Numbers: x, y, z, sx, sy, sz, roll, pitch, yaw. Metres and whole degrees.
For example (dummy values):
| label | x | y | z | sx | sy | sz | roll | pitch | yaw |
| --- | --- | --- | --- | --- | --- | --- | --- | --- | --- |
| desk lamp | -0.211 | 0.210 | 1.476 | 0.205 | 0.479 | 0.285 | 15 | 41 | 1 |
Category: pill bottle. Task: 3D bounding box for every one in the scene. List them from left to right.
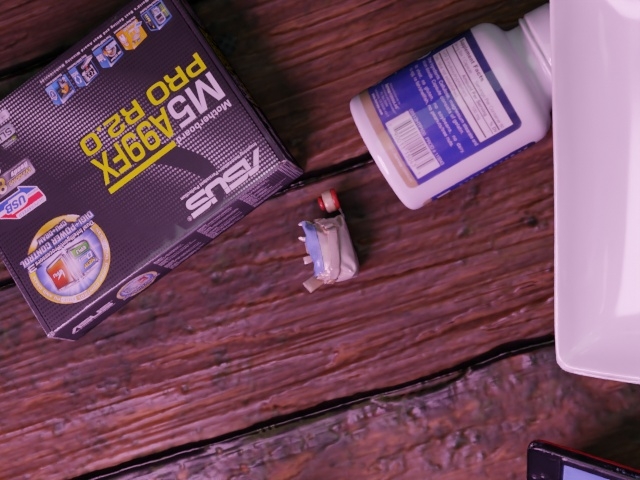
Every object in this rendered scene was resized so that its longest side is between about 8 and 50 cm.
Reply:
| label | x | y | z | sx | sy | sz | roll | pitch | yaw |
| --- | --- | --- | --- | --- | --- | --- | --- | --- | --- |
| pill bottle | 0.130 | -0.116 | 1.276 | 0.187 | 0.112 | 0.112 | -29 | 75 | 9 |

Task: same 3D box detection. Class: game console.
| label | x | y | z | sx | sy | sz | roll | pitch | yaw |
| --- | --- | --- | --- | --- | --- | --- | --- | --- | --- |
| game console | 0.222 | 0.237 | 1.213 | 0.144 | 0.124 | 0.085 | 16 | 60 | 17 |

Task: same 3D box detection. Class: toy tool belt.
| label | x | y | z | sx | sy | sz | roll | pitch | yaw |
| --- | --- | --- | --- | --- | --- | --- | --- | --- | --- |
| toy tool belt | 0.000 | 0.000 | 1.327 | 0.051 | 0.052 | 0.083 | -18 | 76 | 4 |

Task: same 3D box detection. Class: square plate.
| label | x | y | z | sx | sy | sz | roll | pitch | yaw |
| --- | --- | --- | --- | --- | --- | --- | --- | --- | --- |
| square plate | 0.337 | -0.045 | 1.148 | 0.344 | 0.049 | 0.347 | 7 | 107 | 35 |

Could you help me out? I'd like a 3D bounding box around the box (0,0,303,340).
| label | x | y | z | sx | sy | sz | roll | pitch | yaw |
| --- | --- | --- | --- | --- | --- | --- | --- | --- | --- |
| box | -0.184 | -0.072 | 1.385 | 0.270 | 0.060 | 0.216 | -35 | 74 | 8 |
